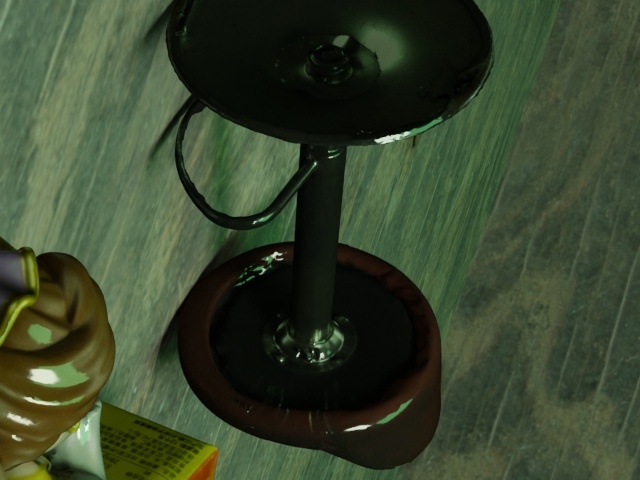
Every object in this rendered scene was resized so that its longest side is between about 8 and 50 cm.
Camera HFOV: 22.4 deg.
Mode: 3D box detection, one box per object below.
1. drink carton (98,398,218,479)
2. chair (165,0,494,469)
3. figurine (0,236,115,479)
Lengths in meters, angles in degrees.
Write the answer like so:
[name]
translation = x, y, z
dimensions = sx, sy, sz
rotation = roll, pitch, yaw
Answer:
[drink carton]
translation = -0.197, 0.255, 1.058
dimensions = 0.351, 0.111, 0.154
rotation = -44, 149, -60
[chair]
translation = 0.000, 0.000, 1.229
dimensions = 0.401, 0.226, 0.226
rotation = 92, 22, -45
[figurine]
translation = -0.175, 0.111, 0.854
dimensions = 0.189, 0.142, 0.263
rotation = -50, 137, -60
